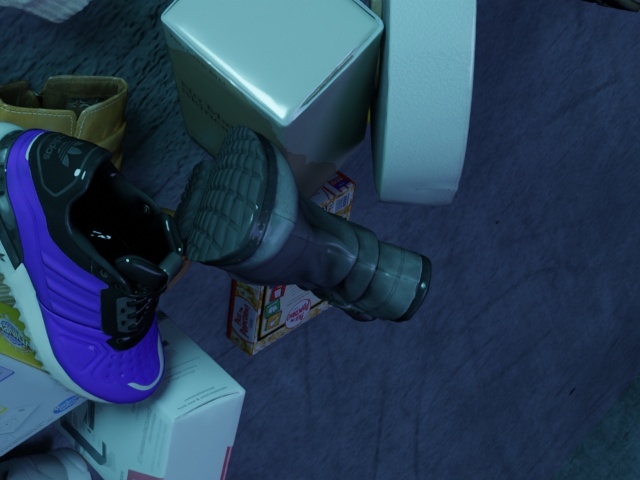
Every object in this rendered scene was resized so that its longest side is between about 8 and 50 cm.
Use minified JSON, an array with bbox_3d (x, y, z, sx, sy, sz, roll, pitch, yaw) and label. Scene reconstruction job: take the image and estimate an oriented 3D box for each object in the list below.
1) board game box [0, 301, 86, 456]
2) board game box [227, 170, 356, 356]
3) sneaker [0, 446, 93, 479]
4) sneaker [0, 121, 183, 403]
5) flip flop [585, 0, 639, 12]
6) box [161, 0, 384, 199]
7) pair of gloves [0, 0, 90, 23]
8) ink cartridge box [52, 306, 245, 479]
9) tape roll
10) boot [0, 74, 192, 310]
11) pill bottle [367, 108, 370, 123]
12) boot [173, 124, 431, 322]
[{"bbox_3d":[-0.367,0.129,1.217,0.242,0.064,0.316,-33,153,9],"label":"board game box"},{"bbox_3d":[-0.034,0.025,1.696,0.147,0.045,0.193,-30,144,-37],"label":"board game box"},{"bbox_3d":[-0.346,0.333,1.545,0.121,0.099,0.262,11,105,-51],"label":"sneaker"},{"bbox_3d":[-0.170,0.033,1.191,0.102,0.146,0.293,-62,143,-39],"label":"sneaker"},{"bbox_3d":[0.320,-0.343,1.770,0.277,0.112,0.080,22,88,-55],"label":"flip flop"},{"bbox_3d":[-0.041,-0.140,1.301,0.121,0.148,0.311,-47,171,-10],"label":"box"},{"bbox_3d":[-0.273,-0.157,1.076,0.240,0.042,0.204,-37,161,6],"label":"pair of gloves"},{"bbox_3d":[-0.185,0.150,1.433,0.092,0.218,0.158,-20,137,-38],"label":"ink cartridge box"},{"bbox_3d":[0.084,-0.229,1.305,0.392,0.072,0.392,-179,-90,-89],"label":"tape roll"},{"bbox_3d":[-0.206,-0.052,1.322,0.283,0.109,0.220,-10,126,-42],"label":"boot"},{"bbox_3d":[0.039,-0.155,1.585,0.116,0.065,0.065,-29,143,-38],"label":"pill bottle"},{"bbox_3d":[0.000,0.000,1.241,0.338,0.222,0.118,-165,-83,-79],"label":"boot"}]
